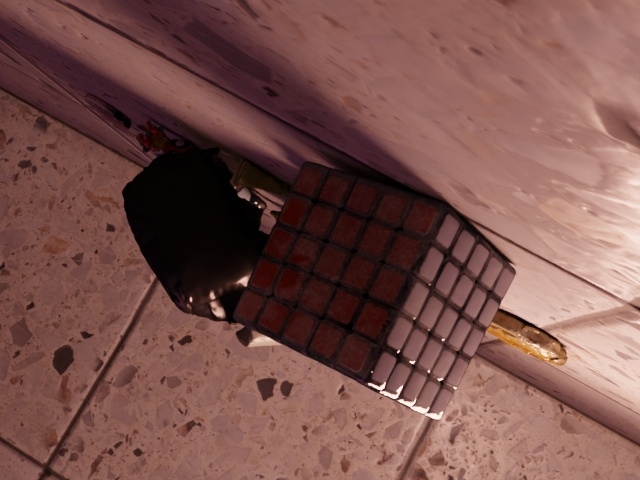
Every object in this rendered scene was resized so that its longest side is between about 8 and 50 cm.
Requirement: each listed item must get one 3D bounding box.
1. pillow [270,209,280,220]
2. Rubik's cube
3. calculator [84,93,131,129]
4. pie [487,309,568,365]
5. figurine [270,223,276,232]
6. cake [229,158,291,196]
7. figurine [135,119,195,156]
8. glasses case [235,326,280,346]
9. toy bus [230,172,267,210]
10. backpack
[{"bbox_3d":[0.000,0.000,2.193,0.208,0.052,0.212,36,171,-34],"label":"pillow"},{"bbox_3d":[0.073,0.065,1.179,0.237,0.238,0.237,24,175,37],"label":"Rubik's cube"},{"bbox_3d":[-0.507,-0.307,2.176,0.103,0.024,0.166,28,173,18],"label":"calculator"},{"bbox_3d":[0.405,0.194,1.802,0.195,0.046,0.195,31,175,3],"label":"pie"},{"bbox_3d":[0.011,0.025,1.981,0.235,0.127,0.155,29,156,-15],"label":"figurine"},{"bbox_3d":[-0.099,-0.114,1.705,0.140,0.055,0.051,12,-176,-31],"label":"cake"},{"bbox_3d":[-0.324,-0.196,1.937,0.140,0.068,0.075,32,173,-8],"label":"figurine"},{"bbox_3d":[-0.012,0.160,1.730,0.308,0.083,0.128,4,176,-27],"label":"glasses case"},{"bbox_3d":[-0.286,-0.093,2.157,0.232,0.194,0.287,36,180,27],"label":"toy bus"},{"bbox_3d":[-0.216,0.008,1.830,0.363,0.254,0.446,61,174,8],"label":"backpack"}]
